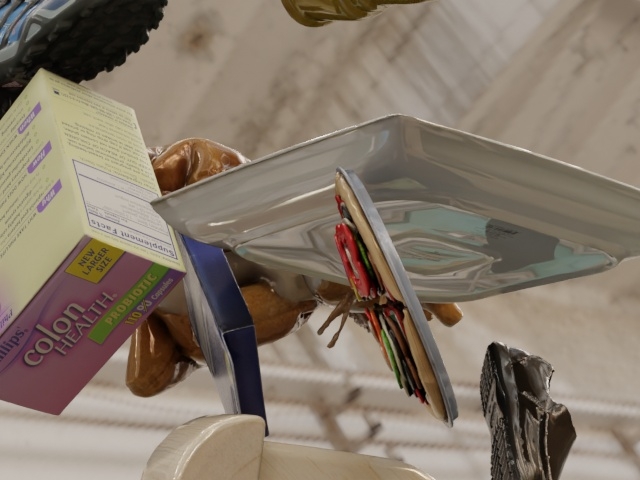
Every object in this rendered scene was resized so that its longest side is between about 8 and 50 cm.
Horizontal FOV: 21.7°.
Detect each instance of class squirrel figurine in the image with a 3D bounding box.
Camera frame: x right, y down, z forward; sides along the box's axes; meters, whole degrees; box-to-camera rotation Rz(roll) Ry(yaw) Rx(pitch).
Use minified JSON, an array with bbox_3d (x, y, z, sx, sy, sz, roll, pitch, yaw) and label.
[{"bbox_3d":[0.000,0.000,1.829,0.370,0.281,0.397,-9,0,33],"label":"squirrel figurine"}]

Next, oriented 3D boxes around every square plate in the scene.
[{"bbox_3d":[0.086,-0.009,1.409,0.347,0.049,0.344,15,-18,-35],"label":"square plate"}]

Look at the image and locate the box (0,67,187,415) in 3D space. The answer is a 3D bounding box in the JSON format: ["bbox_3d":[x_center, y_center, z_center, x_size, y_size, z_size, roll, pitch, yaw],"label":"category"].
[{"bbox_3d":[-0.259,0.001,1.604,0.117,0.243,0.213,23,-60,-37],"label":"box"}]

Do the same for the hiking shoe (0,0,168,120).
[{"bbox_3d":[-0.286,-0.213,1.673,0.304,0.132,0.113,-31,-28,23],"label":"hiking shoe"}]

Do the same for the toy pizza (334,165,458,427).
[{"bbox_3d":[0.044,0.043,1.185,0.032,0.201,0.201,-23,-34,-3],"label":"toy pizza"}]

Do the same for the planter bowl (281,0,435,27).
[{"bbox_3d":[0.068,-0.219,1.049,0.217,0.090,0.217,-49,-25,-33],"label":"planter bowl"}]

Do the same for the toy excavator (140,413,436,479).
[{"bbox_3d":[0.122,0.290,1.188,0.433,0.445,0.222,-17,0,-23],"label":"toy excavator"}]

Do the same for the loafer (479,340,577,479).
[{"bbox_3d":[0.193,0.174,1.490,0.078,0.220,0.080,3,-46,-6],"label":"loafer"}]

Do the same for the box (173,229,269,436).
[{"bbox_3d":[-0.087,0.087,1.530,0.036,0.225,0.136,-14,-51,-10],"label":"box"}]
